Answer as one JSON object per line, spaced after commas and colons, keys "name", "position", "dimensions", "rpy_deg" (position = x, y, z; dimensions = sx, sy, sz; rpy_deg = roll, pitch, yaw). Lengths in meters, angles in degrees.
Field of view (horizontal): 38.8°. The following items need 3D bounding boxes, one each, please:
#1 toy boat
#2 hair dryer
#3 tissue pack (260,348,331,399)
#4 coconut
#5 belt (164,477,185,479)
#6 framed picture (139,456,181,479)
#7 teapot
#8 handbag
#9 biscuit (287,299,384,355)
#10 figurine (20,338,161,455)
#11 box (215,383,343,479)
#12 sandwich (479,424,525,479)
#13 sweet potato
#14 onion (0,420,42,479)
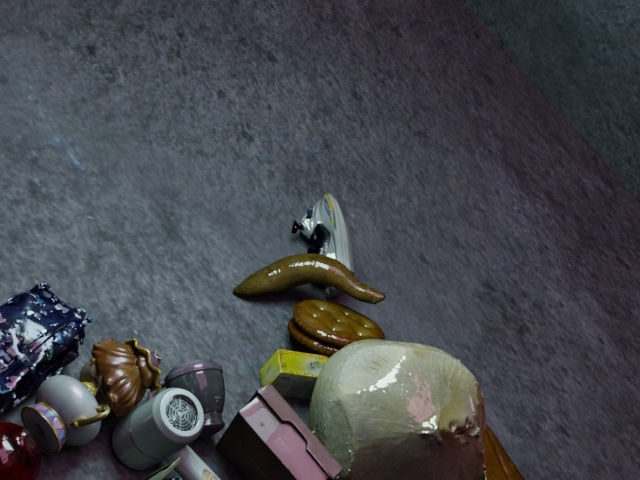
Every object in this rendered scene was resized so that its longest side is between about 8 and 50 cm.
{"name": "toy boat", "position": [0.007, 0.004, 2.221], "dimensions": [0.141, 0.141, 0.269], "rpy_deg": [3, 49, -32]}
{"name": "hair dryer", "position": [-0.209, 0.433, 1.672], "dimensions": [0.357, 0.173, 0.107], "rpy_deg": [47, 41, -8]}
{"name": "tissue pack", "position": [-0.031, 0.291, 1.951], "dimensions": [0.176, 0.095, 0.062], "rpy_deg": [12, 48, -25]}
{"name": "coconut", "position": [0.153, 0.365, 1.774], "dimensions": [0.346, 0.360, 0.346], "rpy_deg": [0, 92, -15]}
{"name": "belt", "position": [-0.247, 0.560, 1.512], "dimensions": [0.207, 0.160, 0.295], "rpy_deg": [9, 52, -51]}
{"name": "framed picture", "position": [-0.327, 0.437, 1.535], "dimensions": [0.010, 0.201, 0.136], "rpy_deg": [53, 42, -1]}
{"name": "teapot", "position": [-0.250, 0.314, 1.771], "dimensions": [0.148, 0.116, 0.146], "rpy_deg": [2, 62, -39]}
{"name": "handbag", "position": [-0.550, 0.196, 1.671], "dimensions": [0.162, 0.113, 0.260], "rpy_deg": [38, 42, 8]}
{"name": "biscuit", "position": [0.034, 0.201, 2.036], "dimensions": [0.220, 0.066, 0.220], "rpy_deg": [16, 16, -5]}
{"name": "figurine", "position": [-0.407, 0.275, 1.663], "dimensions": [0.189, 0.142, 0.263], "rpy_deg": [10, 32, 39]}
{"name": "box", "position": [-0.086, 0.409, 1.721], "dimensions": [0.086, 0.215, 0.215], "rpy_deg": [-34, 76, -34]}
{"name": "sandwich", "position": [0.384, 0.506, 2.024], "dimensions": [0.144, 0.117, 0.187], "rpy_deg": [21, 42, -21]}
{"name": "sweet potato", "position": [-0.022, 0.084, 2.077], "dimensions": [0.346, 0.079, 0.108], "rpy_deg": [3, 80, 3]}
{"name": "onion", "position": [-0.531, 0.363, 1.523], "dimensions": [0.131, 0.131, 0.131], "rpy_deg": [19, 44, -19]}
